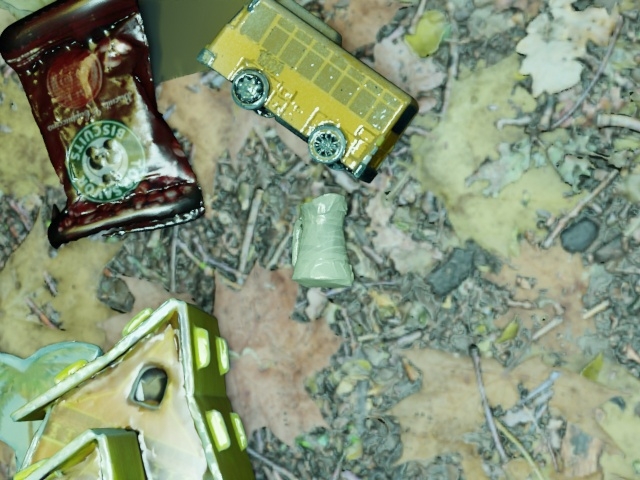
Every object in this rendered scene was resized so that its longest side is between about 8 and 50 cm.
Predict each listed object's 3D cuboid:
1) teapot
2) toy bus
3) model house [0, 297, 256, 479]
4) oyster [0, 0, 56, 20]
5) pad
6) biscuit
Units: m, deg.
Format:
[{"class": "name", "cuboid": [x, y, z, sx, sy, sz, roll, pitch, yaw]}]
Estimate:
[{"class": "teapot", "cuboid": [0.000, 0.000, 1.116, 0.067, 0.057, 0.083, -3, 81, 43]}, {"class": "toy bus", "cuboid": [-0.009, -0.139, 1.097, 0.182, 0.091, 0.103, 37, 96, 9]}, {"class": "model house", "cuboid": [-0.227, 0.178, 1.052, 0.340, 0.300, 0.324, 20, 83, 8]}, {"class": "oyster", "cuboid": [-0.313, -0.310, 1.180, 0.232, 0.107, 0.162, 29, 89, 12]}, {"class": "pad", "cuboid": [-0.122, -0.281, 1.177, 0.163, 0.004, 0.243, -12, 85, 14]}, {"class": "biscuit", "cuboid": [-0.211, -0.113, 1.164, 0.151, 0.063, 0.235, -17, 87, 14]}]
